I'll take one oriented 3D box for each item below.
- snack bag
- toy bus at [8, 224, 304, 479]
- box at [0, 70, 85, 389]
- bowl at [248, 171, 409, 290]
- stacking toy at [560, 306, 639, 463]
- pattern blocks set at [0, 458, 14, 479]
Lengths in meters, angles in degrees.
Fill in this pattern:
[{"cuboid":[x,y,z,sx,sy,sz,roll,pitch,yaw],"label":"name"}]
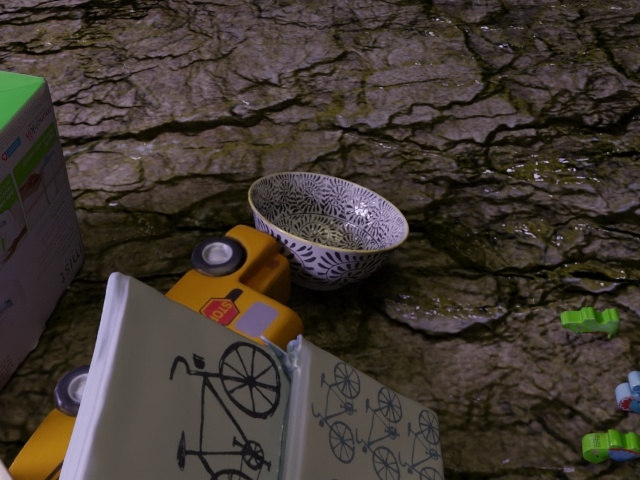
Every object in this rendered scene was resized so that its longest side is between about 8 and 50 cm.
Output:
[{"cuboid":[-0.026,0.194,0.550,0.342,0.037,0.323,32,37,-26],"label":"snack bag"},{"cuboid":[-0.119,0.131,0.694,0.130,0.108,0.332,23,47,20],"label":"toy bus"},{"cuboid":[-0.333,0.010,0.719,0.127,0.231,0.262,11,45,8],"label":"box"},{"cuboid":[0.000,0.000,0.847,0.170,0.080,0.170,12,27,-7],"label":"bowl"},{"cuboid":[0.343,0.146,0.755,0.221,0.052,0.167,5,42,4],"label":"stacking toy"},{"cuboid":[-0.221,0.246,0.531,0.285,0.026,0.325,-33,73,1],"label":"pattern blocks set"}]
